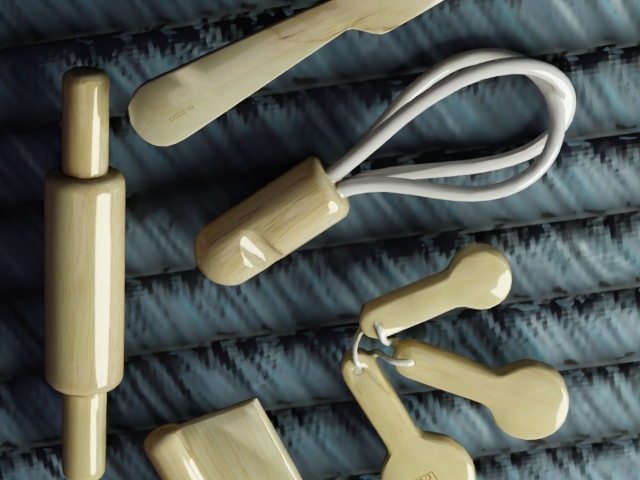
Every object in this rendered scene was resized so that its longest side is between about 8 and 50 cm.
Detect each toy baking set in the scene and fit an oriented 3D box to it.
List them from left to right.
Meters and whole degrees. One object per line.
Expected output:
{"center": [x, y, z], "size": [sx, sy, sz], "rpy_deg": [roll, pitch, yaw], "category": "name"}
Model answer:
{"center": [-0.007, 0.001, 0.700], "size": [0.197, 0.030, 0.256], "rpy_deg": [0, 110, 4], "category": "toy baking set"}
